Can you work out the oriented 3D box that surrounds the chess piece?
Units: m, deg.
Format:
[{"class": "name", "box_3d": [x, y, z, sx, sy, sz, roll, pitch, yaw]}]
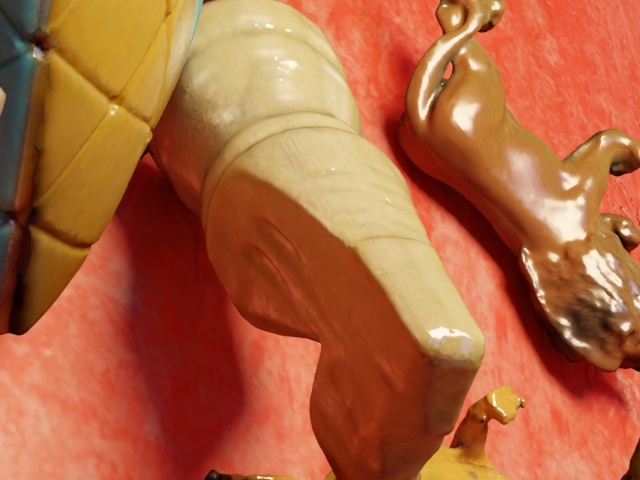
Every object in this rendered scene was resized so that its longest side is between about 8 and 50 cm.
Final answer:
[{"class": "chess piece", "box_3d": [0.000, 0.000, 0.952, 0.137, 0.137, 0.301, 23, 23, -36]}]

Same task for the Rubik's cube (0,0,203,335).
[{"class": "Rubik's cube", "box_3d": [-0.180, -0.121, 0.860, 0.254, 0.254, 0.254, 29, 42, -30]}]

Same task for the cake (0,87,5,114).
[{"class": "cake", "box_3d": [-0.284, -0.015, 0.576, 0.237, 0.309, 0.230, 48, 38, -13]}]

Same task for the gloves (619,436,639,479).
[{"class": "gloves", "box_3d": [0.197, 0.232, 0.922, 0.141, 0.154, 0.331, -9, 88, -41]}]

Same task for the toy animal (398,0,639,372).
[{"class": "toy animal", "box_3d": [0.142, -0.038, 1.264, 0.312, 0.097, 0.157, 47, 42, -7]}]

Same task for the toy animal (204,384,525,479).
[{"class": "toy animal", "box_3d": [0.037, 0.138, 1.007, 0.255, 0.116, 0.114, 15, 37, -31]}]
